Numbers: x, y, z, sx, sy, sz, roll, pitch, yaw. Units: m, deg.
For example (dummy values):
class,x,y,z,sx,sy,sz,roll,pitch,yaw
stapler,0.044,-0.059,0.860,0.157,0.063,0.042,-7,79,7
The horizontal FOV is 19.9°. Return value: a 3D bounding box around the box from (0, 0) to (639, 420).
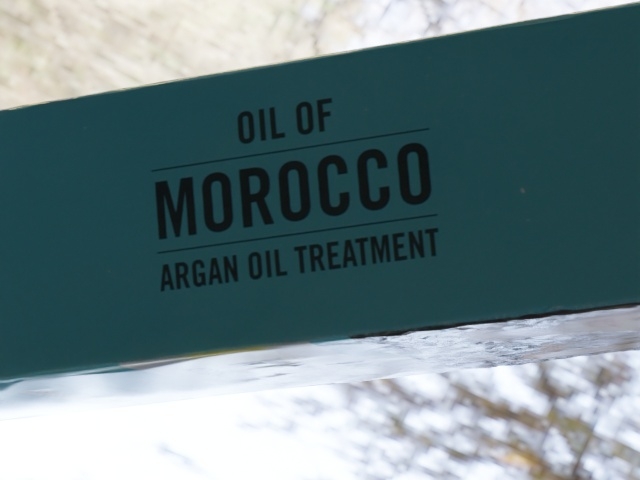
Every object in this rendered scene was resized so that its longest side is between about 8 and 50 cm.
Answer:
class,x,y,z,sx,sy,sz,roll,pitch,yaw
box,0.000,0.000,0.410,0.244,0.100,0.060,-8,-100,18
